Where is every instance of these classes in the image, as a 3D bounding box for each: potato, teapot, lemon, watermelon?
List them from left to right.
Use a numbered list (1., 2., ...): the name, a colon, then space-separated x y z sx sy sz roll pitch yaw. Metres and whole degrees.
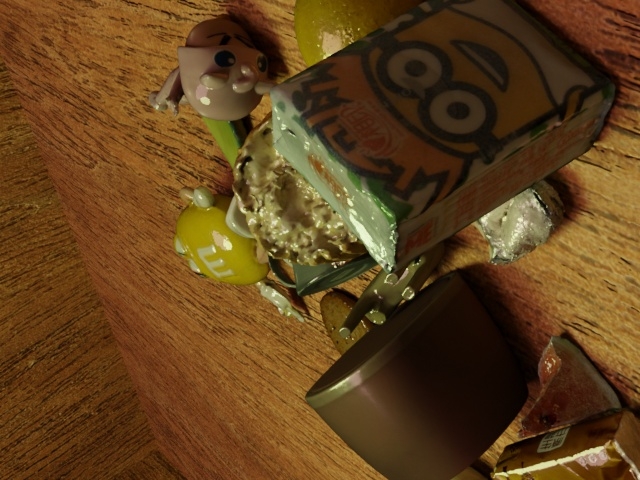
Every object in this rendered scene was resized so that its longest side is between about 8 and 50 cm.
1. potato: -0.173 -0.219 1.881 0.119 0.054 0.198 17 136 56
2. teapot: 0.000 0.000 1.672 0.239 0.162 0.149 -32 78 36
3. lemon: 0.049 -0.277 1.251 0.206 0.173 0.173 58 155 2
4. watermelon: 0.332 0.232 1.331 0.121 0.158 0.098 27 146 5

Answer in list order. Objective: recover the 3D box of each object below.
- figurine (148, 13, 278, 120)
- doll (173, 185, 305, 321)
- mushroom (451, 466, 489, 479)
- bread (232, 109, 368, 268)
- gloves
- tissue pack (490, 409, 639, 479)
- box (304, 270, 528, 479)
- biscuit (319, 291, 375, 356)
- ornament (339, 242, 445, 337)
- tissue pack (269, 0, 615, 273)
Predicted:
1. figurine: -0.199 -0.300 1.700 0.287 0.176 0.186 -167 74 -64
2. doll: -0.152 0.009 1.980 0.348 0.161 0.423 39 155 12
3. mushroom: 0.233 0.520 1.746 0.246 0.202 0.246 38 154 22
4. bread: -0.002 -0.088 1.523 0.274 0.274 0.149 49 -168 22
5. gloves: 0.249 -0.039 1.253 0.114 0.070 0.153 61 156 14
6. tissue pack: 0.371 0.336 1.326 0.183 0.092 0.226 50 139 -7
7. box: 0.155 0.218 1.470 0.216 0.301 0.301 49 155 -2
8. biscuit: 0.063 0.180 1.896 0.188 0.027 0.188 43 152 30
9. ornament: 0.113 0.068 1.527 0.061 0.245 0.230 40 128 2
10. tissue pack: 0.130 -0.135 1.082 0.228 0.310 0.128 48 157 26
